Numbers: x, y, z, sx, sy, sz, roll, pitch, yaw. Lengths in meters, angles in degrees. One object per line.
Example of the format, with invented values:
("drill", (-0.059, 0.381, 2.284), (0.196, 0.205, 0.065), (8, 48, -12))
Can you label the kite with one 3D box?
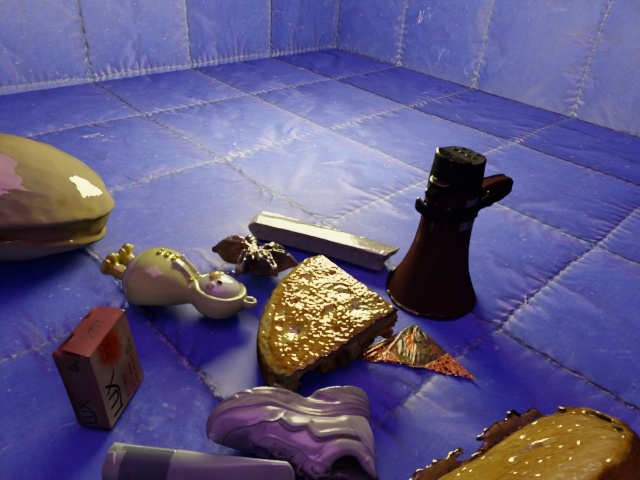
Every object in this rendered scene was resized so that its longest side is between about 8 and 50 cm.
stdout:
("kite", (0.175, 0.195, 0.917), (0.222, 0.008, 0.125), (9, 33, 8))

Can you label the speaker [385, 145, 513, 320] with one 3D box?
("speaker", (0.292, -0.021, 0.993), (0.259, 0.329, 0.198), (2, 33, -16))

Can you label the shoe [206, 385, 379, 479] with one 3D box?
("shoe", (-0.034, 0.280, 0.685), (0.245, 0.095, 0.137), (2, 30, -15))

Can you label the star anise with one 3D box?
("star anise", (-0.131, 0.030, 1.059), (0.171, 0.063, 0.208), (3, 14, -26))

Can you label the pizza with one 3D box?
("pizza", (-0.032, 0.144, 0.904), (0.258, 0.087, 0.268), (-24, 38, -26))

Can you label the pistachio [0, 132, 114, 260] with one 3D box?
("pistachio", (-0.674, -0.085, 1.031), (0.445, 0.281, 0.365), (6, 22, -23))

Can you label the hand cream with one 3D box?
("hand cream", (-0.158, 0.311, 0.646), (0.255, 0.079, 0.048), (5, 20, 5))

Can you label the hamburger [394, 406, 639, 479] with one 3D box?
("hamburger", (0.209, 0.323, 0.423), (0.445, 0.287, 0.268), (-15, 74, -27))

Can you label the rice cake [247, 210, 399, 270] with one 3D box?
("rice cake", (0.000, 0.000, 1.149), (0.365, 0.056, 0.073), (15, 29, 16))

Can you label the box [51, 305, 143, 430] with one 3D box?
("box", (-0.327, 0.189, 0.735), (0.060, 0.156, 0.111), (2, 31, 9))

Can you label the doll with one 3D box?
("doll", (-0.263, 0.078, 0.944), (0.296, 0.117, 0.141), (9, 16, 6))
